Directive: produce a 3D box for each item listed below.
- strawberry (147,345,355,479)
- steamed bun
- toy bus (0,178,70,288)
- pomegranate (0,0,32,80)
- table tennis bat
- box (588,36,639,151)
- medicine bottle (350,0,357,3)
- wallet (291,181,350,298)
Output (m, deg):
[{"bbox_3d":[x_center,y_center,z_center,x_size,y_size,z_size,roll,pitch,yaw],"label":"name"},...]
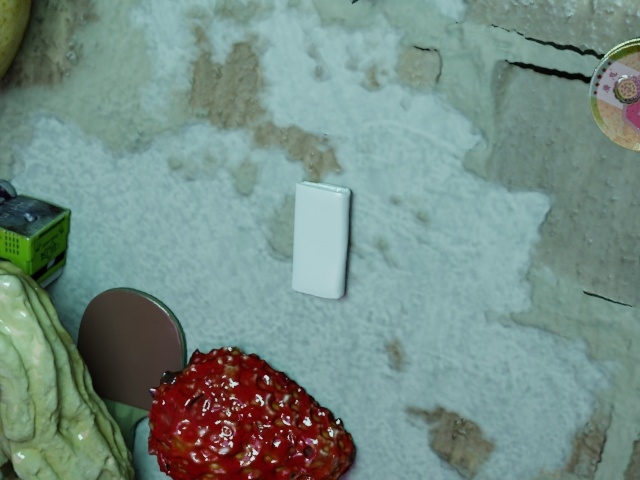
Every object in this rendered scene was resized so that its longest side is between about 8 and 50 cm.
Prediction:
[{"bbox_3d":[-0.086,0.228,1.446,0.236,0.111,0.190,15,111,11],"label":"strawberry"},{"bbox_3d":[-0.374,0.215,1.471,0.247,0.189,0.428,17,137,35],"label":"steamed bun"},{"bbox_3d":[-0.444,-0.006,1.516,0.301,0.113,0.139,13,117,17],"label":"toy bus"},{"bbox_3d":[-0.430,-0.254,1.320,0.319,0.319,0.319,8,112,20],"label":"pomegranate"},{"bbox_3d":[-0.227,0.170,1.543,0.138,0.022,0.247,17,113,15],"label":"table tennis bat"},{"bbox_3d":[0.299,-0.134,1.197,0.105,0.037,0.106,8,112,20],"label":"box"},{"bbox_3d":[-0.017,-0.327,1.236,0.074,0.074,0.218,-39,93,29],"label":"medicine bottle"},{"bbox_3d":[0.000,0.000,1.379,0.061,0.025,0.122,10,113,17],"label":"wallet"}]
